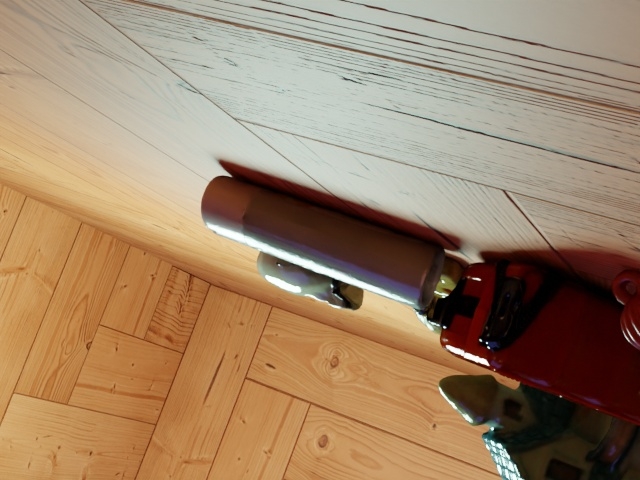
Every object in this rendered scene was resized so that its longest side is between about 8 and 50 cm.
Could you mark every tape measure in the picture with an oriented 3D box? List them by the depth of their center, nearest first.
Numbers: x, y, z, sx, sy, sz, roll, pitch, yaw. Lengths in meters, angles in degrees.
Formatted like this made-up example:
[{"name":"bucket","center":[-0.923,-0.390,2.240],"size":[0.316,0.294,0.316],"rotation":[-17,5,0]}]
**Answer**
[{"name":"tape measure","center":[0.240,0.100,1.199],"size":[0.253,0.114,0.260],"rotation":[22,177,-16]}]

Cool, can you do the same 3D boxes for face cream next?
[{"name":"face cream","center":[0.000,0.000,1.281],"size":[0.269,0.073,0.107],"rotation":[19,168,17]}]

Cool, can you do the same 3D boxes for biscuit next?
[{"name":"biscuit","center":[0.152,0.052,1.410],"size":[0.166,0.036,0.225],"rotation":[14,171,36]}]

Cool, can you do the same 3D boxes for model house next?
[{"name":"model house","center":[0.293,0.228,1.341],"size":[0.325,0.267,0.194],"rotation":[21,177,-4]}]

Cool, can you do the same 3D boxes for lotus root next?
[{"name":"lotus root","center":[0.175,0.099,1.592],"size":[0.152,0.063,0.072],"rotation":[18,-156,-43]}]

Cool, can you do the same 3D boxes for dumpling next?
[{"name":"dumpling","center":[-0.019,0.025,1.514],"size":[0.176,0.092,0.150],"rotation":[16,-172,-4]}]

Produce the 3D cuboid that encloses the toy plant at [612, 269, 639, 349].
[{"name":"toy plant","center":[0.341,0.130,0.959],"size":[0.154,0.240,0.088],"rotation":[-11,-172,39]}]
